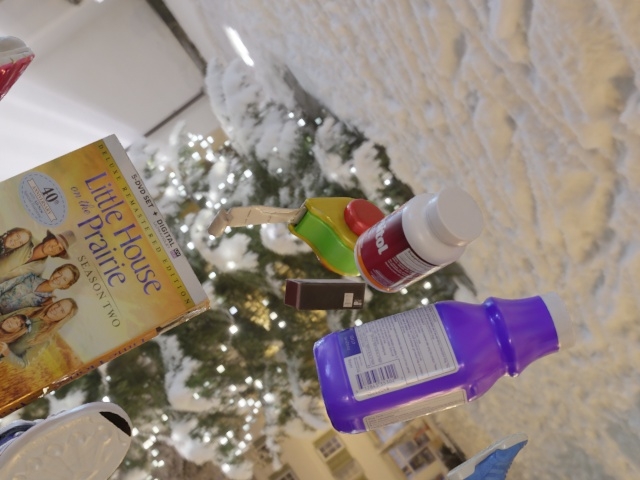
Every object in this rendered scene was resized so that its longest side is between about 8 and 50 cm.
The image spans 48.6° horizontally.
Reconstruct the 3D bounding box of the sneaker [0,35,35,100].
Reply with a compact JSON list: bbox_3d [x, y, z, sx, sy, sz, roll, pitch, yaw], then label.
[{"bbox_3d":[-0.376,-0.172,0.670,0.111,0.103,0.252,49,-157,-4],"label":"sneaker"}]

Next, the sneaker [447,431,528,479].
[{"bbox_3d":[0.290,0.380,1.152,0.084,0.152,0.058,59,162,15],"label":"sneaker"}]

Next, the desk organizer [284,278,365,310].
[{"bbox_3d":[0.008,0.089,1.185,0.050,0.130,0.047,12,98,57],"label":"desk organizer"}]

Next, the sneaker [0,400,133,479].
[{"bbox_3d":[-0.418,0.305,1.070,0.130,0.323,0.236,48,-176,-23],"label":"sneaker"}]

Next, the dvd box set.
[{"bbox_3d":[-0.413,0.062,1.004,0.307,0.421,0.062,59,162,12],"label":"dvd box set"}]

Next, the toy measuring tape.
[{"bbox_3d":[0.000,0.000,1.021,0.330,0.121,0.121,-5,-135,-43],"label":"toy measuring tape"}]

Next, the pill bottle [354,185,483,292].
[{"bbox_3d":[0.112,-0.002,0.815,0.086,0.086,0.152,53,141,0],"label":"pill bottle"}]

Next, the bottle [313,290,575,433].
[{"bbox_3d":[0.137,0.128,0.799,0.118,0.283,0.092,-105,-3,-46],"label":"bottle"}]
